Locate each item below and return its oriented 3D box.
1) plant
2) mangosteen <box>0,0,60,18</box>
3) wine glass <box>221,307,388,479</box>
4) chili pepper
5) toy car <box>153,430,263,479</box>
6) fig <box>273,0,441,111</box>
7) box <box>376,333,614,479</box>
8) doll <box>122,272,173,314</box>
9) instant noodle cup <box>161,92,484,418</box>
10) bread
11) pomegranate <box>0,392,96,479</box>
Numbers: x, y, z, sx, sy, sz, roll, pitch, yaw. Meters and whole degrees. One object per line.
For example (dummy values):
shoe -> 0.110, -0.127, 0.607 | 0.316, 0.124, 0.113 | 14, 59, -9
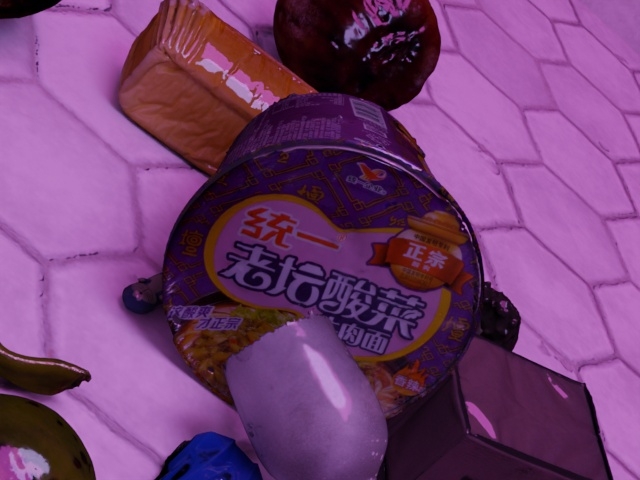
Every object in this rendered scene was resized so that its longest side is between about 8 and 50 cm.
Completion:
plant -> 0.171, 0.110, 1.820 | 0.131, 0.142, 0.203 | 33, 6, 13
mangosteen -> -0.385, -0.372, 1.691 | 0.235, 0.236, 0.261 | 25, -8, -31
wine glass -> 0.021, 0.232, 1.427 | 0.143, 0.143, 0.321 | -9, 71, -55
chili pepper -> -0.306, 0.087, 1.345 | 0.201, 0.052, 0.050 | 39, 60, -14
toy car -> -0.121, 0.251, 1.361 | 0.103, 0.063, 0.216 | 46, 29, 0
fig -> 0.041, -0.293, 2.099 | 0.263, 0.224, 0.224 | 39, 25, 23
box -> 0.198, 0.234, 1.696 | 0.252, 0.153, 0.188 | 26, 34, -27
doll -> -0.171, 0.051, 1.582 | 0.037, 0.027, 0.125 | 43, 29, 11
instant noodle cup -> 0.000, 0.000, 1.608 | 0.340, 0.340, 0.266 | 36, 19, -16
bread -> -0.109, -0.164, 1.807 | 0.288, 0.152, 0.119 | 35, 37, -16
pomegranate -> -0.257, 0.228, 1.121 | 0.202, 0.202, 0.248 | -74, 143, -57
